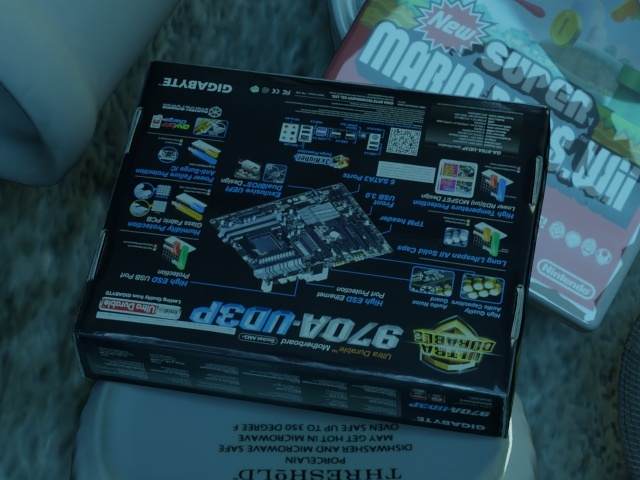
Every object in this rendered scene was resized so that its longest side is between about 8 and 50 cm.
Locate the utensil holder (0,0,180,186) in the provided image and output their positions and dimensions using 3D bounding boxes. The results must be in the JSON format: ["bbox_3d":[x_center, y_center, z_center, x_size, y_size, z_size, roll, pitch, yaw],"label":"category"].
[{"bbox_3d":[-0.162,-0.278,1.004,0.328,0.327,0.385,34,76,-1],"label":"utensil holder"}]

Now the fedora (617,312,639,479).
[{"bbox_3d":[0.292,0.132,1.078,0.275,0.124,0.243,20,60,4],"label":"fedora"}]

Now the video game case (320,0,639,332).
[{"bbox_3d":[0.133,-0.119,1.076,0.204,0.025,0.285,30,79,-2],"label":"video game case"}]

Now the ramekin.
[{"bbox_3d":[-0.008,0.133,0.987,0.273,0.127,0.273,0,45,0],"label":"ramekin"}]

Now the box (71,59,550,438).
[{"bbox_3d":[0.000,0.000,0.969,0.220,0.051,0.175,7,58,7],"label":"box"}]

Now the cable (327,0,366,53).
[{"bbox_3d":[0.129,-0.154,1.140,0.257,0.089,0.257,13,80,-5],"label":"cable"}]
